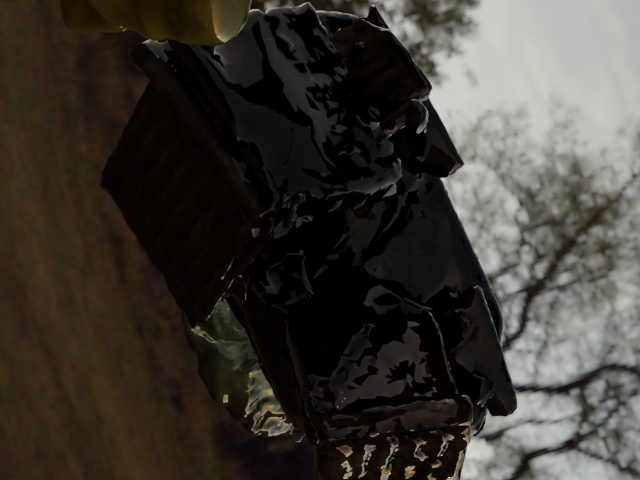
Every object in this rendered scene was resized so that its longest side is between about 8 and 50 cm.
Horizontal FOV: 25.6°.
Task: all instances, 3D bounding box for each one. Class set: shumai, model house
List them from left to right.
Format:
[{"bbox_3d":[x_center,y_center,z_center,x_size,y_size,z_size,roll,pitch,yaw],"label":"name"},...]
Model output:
[{"bbox_3d":[-0.024,0.067,1.173,0.184,0.142,0.184,57,13,-21],"label":"shumai"},{"bbox_3d":[0.011,0.000,0.548,0.203,0.141,0.164,58,-8,4],"label":"model house"}]

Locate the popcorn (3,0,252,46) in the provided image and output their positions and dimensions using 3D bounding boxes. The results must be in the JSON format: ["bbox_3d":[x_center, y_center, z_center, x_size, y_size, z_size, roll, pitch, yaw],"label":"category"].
[{"bbox_3d":[-0.058,-0.152,0.322,0.212,0.259,0.259,64,4,-50],"label":"popcorn"}]
